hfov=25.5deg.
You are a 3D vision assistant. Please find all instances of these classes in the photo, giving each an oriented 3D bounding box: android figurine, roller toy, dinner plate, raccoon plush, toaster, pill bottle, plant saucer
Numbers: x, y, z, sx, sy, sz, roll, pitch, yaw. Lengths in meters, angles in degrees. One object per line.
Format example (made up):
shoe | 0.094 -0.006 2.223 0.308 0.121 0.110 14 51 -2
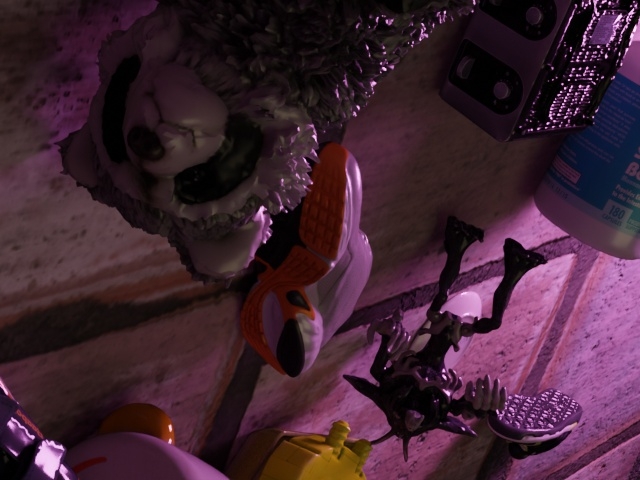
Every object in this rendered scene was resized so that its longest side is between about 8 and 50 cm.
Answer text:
android figurine | -0.028 0.313 1.434 0.273 0.056 0.248 -61 146 -15
roller toy | -0.159 0.265 1.208 0.209 0.191 0.146 -50 150 -4
dinner plate | 0.149 0.123 1.675 0.141 0.017 0.141 -37 148 -28
raccoon plush | 0.015 -0.140 1.034 0.446 0.216 0.299 -13 139 -49
toaster | 0.218 -0.191 1.341 0.185 0.110 0.168 -11 131 -49
pill bottle | 0.360 -0.121 1.581 0.146 0.146 0.264 1 120 -55
plant saucer | -0.059 0.273 1.507 0.188 0.045 0.188 -58 150 7

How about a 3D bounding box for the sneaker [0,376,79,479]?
sneaker | -0.256 0.164 1.035 0.126 0.127 0.321 -43 148 -15

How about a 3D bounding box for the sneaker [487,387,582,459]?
sneaker | 0.295 0.272 1.970 0.234 0.084 0.097 2 121 -55

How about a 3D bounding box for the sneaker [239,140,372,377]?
sneaker | 0.000 0.000 1.269 0.121 0.099 0.262 -38 156 -38

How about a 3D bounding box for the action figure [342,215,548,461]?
action figure | 0.125 0.118 1.496 0.141 0.164 0.276 -48 162 -81
